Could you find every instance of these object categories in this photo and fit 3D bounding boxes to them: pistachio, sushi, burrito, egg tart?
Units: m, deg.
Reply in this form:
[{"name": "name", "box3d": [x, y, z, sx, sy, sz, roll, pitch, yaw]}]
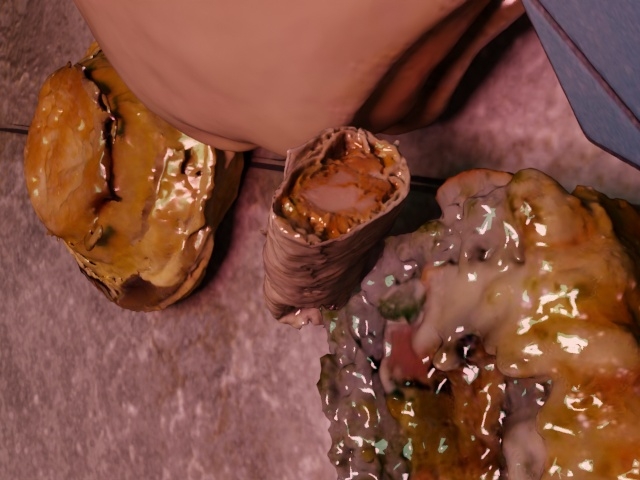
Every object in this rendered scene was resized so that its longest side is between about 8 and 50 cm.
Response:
[{"name": "pistachio", "box3d": [0.005, -0.252, 0.533, 0.365, 0.281, 0.446, 32, 123, 25]}, {"name": "sushi", "box3d": [0.102, 0.103, 0.496, 0.184, 0.139, 0.274, -19, 72, 42]}, {"name": "burrito", "box3d": [0.000, 0.000, 0.569, 0.060, 0.226, 0.087, 41, 73, 8]}, {"name": "egg tart", "box3d": [-0.156, -0.061, 0.770, 0.241, 0.106, 0.241, 0, 90, 47]}]

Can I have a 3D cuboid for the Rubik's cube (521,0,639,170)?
[{"name": "Rubik's cube", "box3d": [0.175, -0.135, 0.311, 0.207, 0.205, 0.205, -32, 26, 1]}]
